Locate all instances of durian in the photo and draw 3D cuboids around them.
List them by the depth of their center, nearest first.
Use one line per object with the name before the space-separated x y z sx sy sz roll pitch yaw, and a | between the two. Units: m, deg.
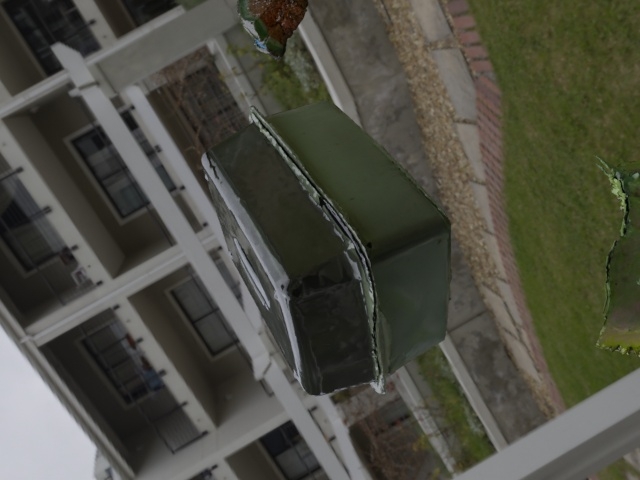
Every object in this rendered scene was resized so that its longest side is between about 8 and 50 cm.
durian | 0.430 0.010 0.721 0.169 0.351 0.158 35 139 -8

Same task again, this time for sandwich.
sandwich | -0.096 -0.448 1.130 0.079 0.159 0.235 23 -120 -36

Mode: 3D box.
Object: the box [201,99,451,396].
box | 0.000 0.000 0.619 0.290 0.166 0.220 54 160 43
